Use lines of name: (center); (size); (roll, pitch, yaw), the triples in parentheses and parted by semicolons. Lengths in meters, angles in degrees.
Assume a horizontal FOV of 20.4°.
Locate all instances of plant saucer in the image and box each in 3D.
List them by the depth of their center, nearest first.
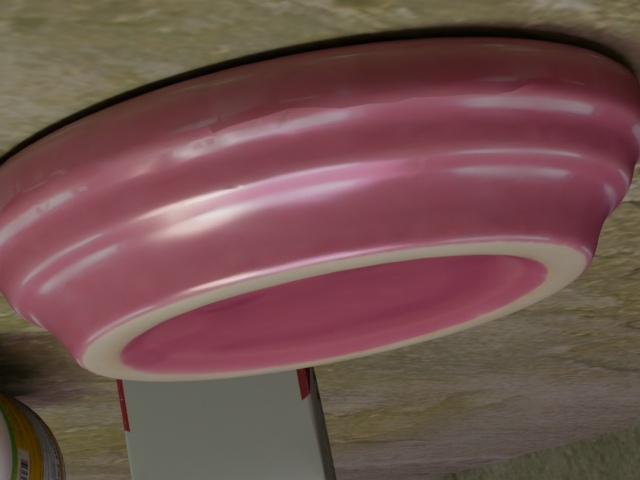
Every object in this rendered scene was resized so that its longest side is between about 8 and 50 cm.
plant saucer: (0.000, 0.000, 0.863); (0.332, 0.084, 0.332); (-10, 167, -2)

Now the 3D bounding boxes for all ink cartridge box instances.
ink cartridge box: (-0.062, 0.128, 1.237); (0.127, 0.128, 0.176); (-12, 167, 0)

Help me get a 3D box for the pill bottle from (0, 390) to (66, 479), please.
pill bottle: (-0.249, 0.161, 1.199); (0.136, 0.136, 0.245); (-12, 166, 2)
